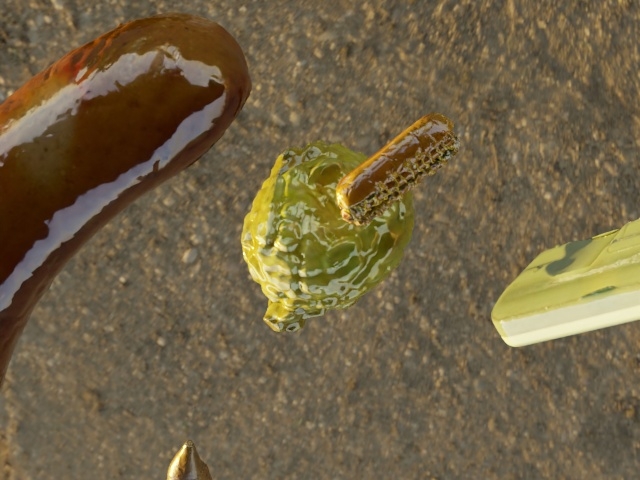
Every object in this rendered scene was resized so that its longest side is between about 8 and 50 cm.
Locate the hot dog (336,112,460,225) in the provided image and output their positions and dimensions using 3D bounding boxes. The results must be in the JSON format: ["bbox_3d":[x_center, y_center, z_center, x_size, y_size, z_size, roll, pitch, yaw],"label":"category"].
[{"bbox_3d":[0.086,-0.079,1.014,0.165,0.045,0.071,-38,147,-2],"label":"hot dog"}]

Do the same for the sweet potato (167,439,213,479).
[{"bbox_3d":[-0.142,0.289,0.968,0.065,0.051,0.218,-2,130,1],"label":"sweet potato"}]

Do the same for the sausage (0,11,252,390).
[{"bbox_3d":[-0.152,0.005,0.452,0.103,0.076,0.302,33,102,-18],"label":"sausage"}]

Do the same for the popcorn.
[{"bbox_3d":[0.000,0.000,1.177,0.206,0.237,0.251,28,109,-6],"label":"popcorn"}]

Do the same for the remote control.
[{"bbox_3d":[0.291,0.013,0.754,0.335,0.128,0.065,-25,102,51],"label":"remote control"}]
